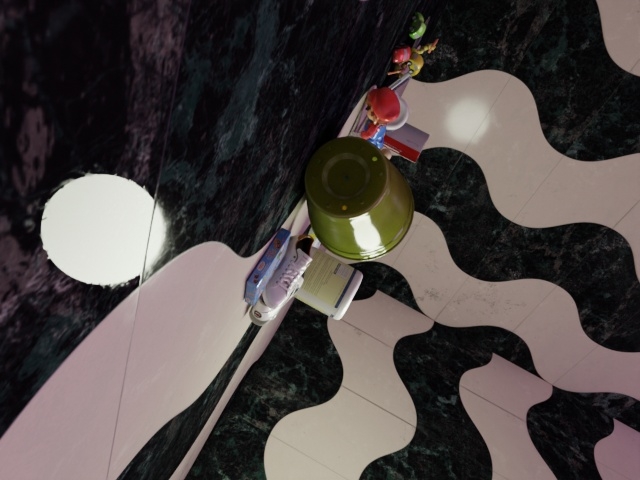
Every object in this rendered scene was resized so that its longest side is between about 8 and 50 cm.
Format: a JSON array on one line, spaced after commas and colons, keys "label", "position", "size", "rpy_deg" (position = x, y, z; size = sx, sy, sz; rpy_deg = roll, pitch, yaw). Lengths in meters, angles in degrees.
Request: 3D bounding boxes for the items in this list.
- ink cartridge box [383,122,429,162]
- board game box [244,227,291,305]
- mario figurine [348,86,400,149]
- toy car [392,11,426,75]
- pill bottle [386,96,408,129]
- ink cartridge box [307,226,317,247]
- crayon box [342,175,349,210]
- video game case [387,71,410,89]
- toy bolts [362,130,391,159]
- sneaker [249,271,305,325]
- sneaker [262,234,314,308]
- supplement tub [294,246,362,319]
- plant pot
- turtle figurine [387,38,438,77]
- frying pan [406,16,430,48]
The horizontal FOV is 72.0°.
[{"label": "ink cartridge box", "position": [0.398, -0.549, 2.291], "size": [0.091, 0.308, 0.385], "rpy_deg": [-63, 175, 28]}, {"label": "board game box", "position": [-0.164, 0.083, 1.367], "size": [0.212, 0.039, 0.160], "rpy_deg": [-61, 177, -31]}, {"label": "mario figurine", "position": [0.208, -0.483, 1.743], "size": [0.321, 0.169, 0.198], "rpy_deg": [105, -5, -61]}, {"label": "toy car", "position": [0.382, -0.804, 1.783], "size": [0.239, 0.053, 0.225], "rpy_deg": [-2, 109, -57]}, {"label": "pill bottle", "position": [0.325, -0.594, 2.092], "size": [0.153, 0.153, 0.265], "rpy_deg": [-62, -178, 10]}, {"label": "ink cartridge box", "position": [-0.012, -0.041, 2.302], "size": [0.304, 0.072, 0.307], "rpy_deg": [-59, 178, -47]}, {"label": "crayon box", "position": [0.132, -0.200, 2.020], "size": [0.363, 0.105, 0.314], "rpy_deg": [100, -3, -81]}, {"label": "video game case", "position": [0.338, -0.702, 2.009], "size": [0.173, 0.022, 0.190], "rpy_deg": [-34, -173, 21]}, {"label": "toy bolts", "position": [0.273, -0.390, 2.017], "size": [0.158, 0.218, 0.228], "rpy_deg": [-40, 156, -7]}, {"label": "sneaker", "position": [-0.136, 0.155, 1.622], "size": [0.331, 0.122, 0.146], "rpy_deg": [-59, 177, -39]}, {"label": "sneaker", "position": [-0.104, 0.093, 1.495], "size": [0.123, 0.106, 0.290], "rpy_deg": [-14, -134, 46]}, {"label": "supplement tub", "position": [-0.006, 0.171, 1.915], "size": [0.236, 0.324, 0.235], "rpy_deg": [-61, 176, -8]}, {"label": "plant pot", "position": [0.101, -0.142, 1.360], "size": [0.367, 0.366, 0.353], "rpy_deg": [-61, 164, -4]}, {"label": "turtle figurine", "position": [0.391, -0.810, 1.984], "size": [0.269, 0.087, 0.217], "rpy_deg": [-37, 180, -1]}, {"label": "frying pan", "position": [0.428, -0.918, 2.007], "size": [0.197, 0.053, 0.326], "rpy_deg": [-64, 174, 36]}]
